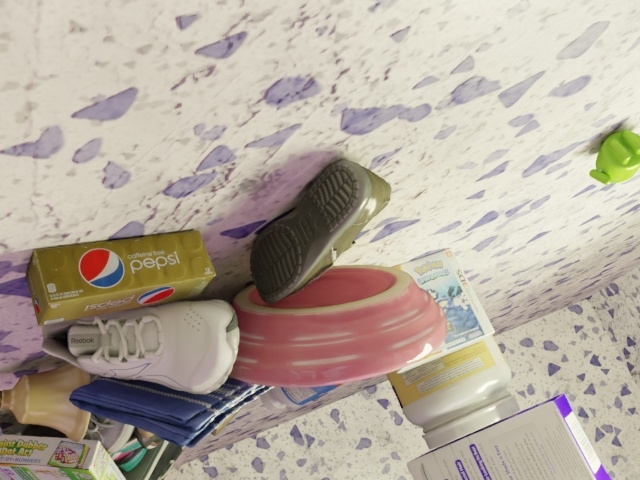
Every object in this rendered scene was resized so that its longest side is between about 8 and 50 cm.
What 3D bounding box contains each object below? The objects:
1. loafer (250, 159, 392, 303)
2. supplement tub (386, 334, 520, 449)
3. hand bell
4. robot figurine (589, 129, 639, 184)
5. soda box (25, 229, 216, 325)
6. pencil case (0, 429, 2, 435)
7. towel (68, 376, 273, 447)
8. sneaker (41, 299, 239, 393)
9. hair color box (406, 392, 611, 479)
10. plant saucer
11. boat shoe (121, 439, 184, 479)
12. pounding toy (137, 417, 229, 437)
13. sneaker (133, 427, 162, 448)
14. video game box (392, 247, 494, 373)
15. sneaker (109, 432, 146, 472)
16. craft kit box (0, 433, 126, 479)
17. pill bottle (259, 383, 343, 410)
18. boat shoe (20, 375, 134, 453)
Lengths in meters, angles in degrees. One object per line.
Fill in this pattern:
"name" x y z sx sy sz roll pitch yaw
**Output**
"loafer" 0.000 0.000 0.792 0.087 0.094 0.251 0 151 -41
"supplement tub" 0.251 0.243 1.373 0.241 0.331 0.241 -21 161 -8
"hand bell" -0.449 0.217 0.878 0.242 0.126 0.126 6 147 -34
"robot figurine" 0.482 -0.133 1.044 0.101 0.067 0.115 -37 161 1
"soda box" -0.210 0.037 0.694 0.181 0.061 0.058 -8 156 -37
"pencil case" -0.577 0.300 0.915 0.104 0.104 0.236 -30 159 17
"towel" -0.147 0.181 0.922 0.243 0.040 0.336 2 -166 36
"sneaker" -0.216 0.126 0.764 0.297 0.111 0.129 -12 162 37
"hair color box" 0.361 0.455 1.271 0.338 0.185 0.110 -32 161 24
"plant saucer" 0.008 0.102 0.910 0.332 0.084 0.332 -6 -169 1
"boat shoe" -0.392 0.524 1.482 0.114 0.091 0.302 -1 -140 37
"pounding toy" -0.223 0.241 1.081 0.206 0.181 0.094 -45 170 -26
"sneaker" -0.274 0.295 1.244 0.162 0.106 0.281 -30 -179 -5
"video game box" 0.199 0.128 1.231 0.205 0.187 0.048 -17 157 -19
"sneaker" -0.491 0.450 1.397 0.295 0.124 0.178 -20 151 -15
"craft kit box" -0.470 0.412 1.119 0.246 0.061 0.250 5 139 6
"pill bottle" -0.044 0.334 1.596 0.221 0.124 0.124 -32 159 25
"boat shoe" -0.408 0.307 1.115 0.103 0.118 0.320 22 143 -36
